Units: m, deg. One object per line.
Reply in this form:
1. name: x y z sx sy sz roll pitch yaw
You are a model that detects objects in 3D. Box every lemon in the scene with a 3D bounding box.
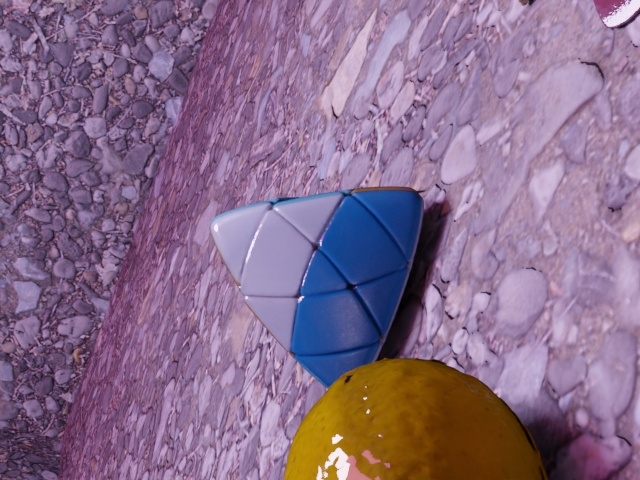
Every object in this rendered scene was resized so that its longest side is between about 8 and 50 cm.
1. lemon: 0.071 0.197 0.702 0.260 0.204 0.204 -103 36 -59

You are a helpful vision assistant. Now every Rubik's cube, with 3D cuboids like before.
1. Rubik's cube: 0.000 0.000 1.044 0.254 0.254 0.254 -53 27 43

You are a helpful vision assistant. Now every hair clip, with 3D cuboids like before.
1. hair clip: 0.266 -0.251 0.828 0.054 0.022 0.137 -43 35 49

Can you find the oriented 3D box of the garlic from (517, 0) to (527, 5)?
1. garlic: 0.196 -0.340 0.908 0.199 0.199 0.226 -105 11 -57
